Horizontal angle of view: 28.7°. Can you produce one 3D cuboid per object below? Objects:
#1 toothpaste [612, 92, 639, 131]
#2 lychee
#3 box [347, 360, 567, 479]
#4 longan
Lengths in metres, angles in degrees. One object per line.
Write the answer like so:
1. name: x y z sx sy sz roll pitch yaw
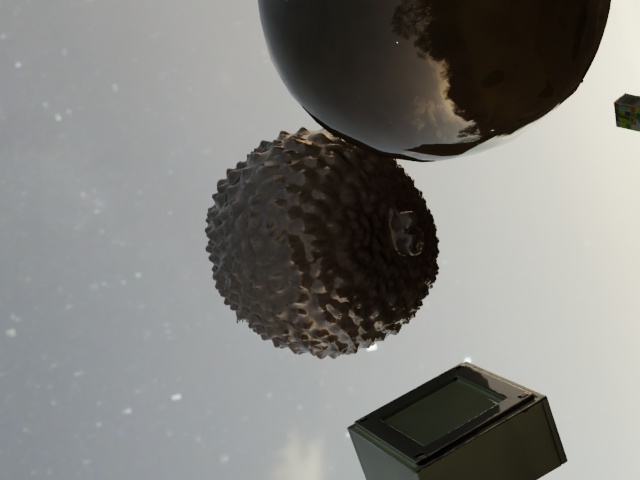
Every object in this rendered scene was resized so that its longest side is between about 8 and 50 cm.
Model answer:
1. toothpaste: 0.514 -0.182 1.860 0.034 0.164 0.046 -37 -52 -32
2. lychee: 0.000 0.000 2.056 0.380 0.432 0.380 4 -95 -45
3. box: 0.194 0.293 1.821 0.225 0.225 0.117 17 130 65
4. longan: 0.122 -0.265 1.344 0.336 0.404 0.404 -59 -47 -44
